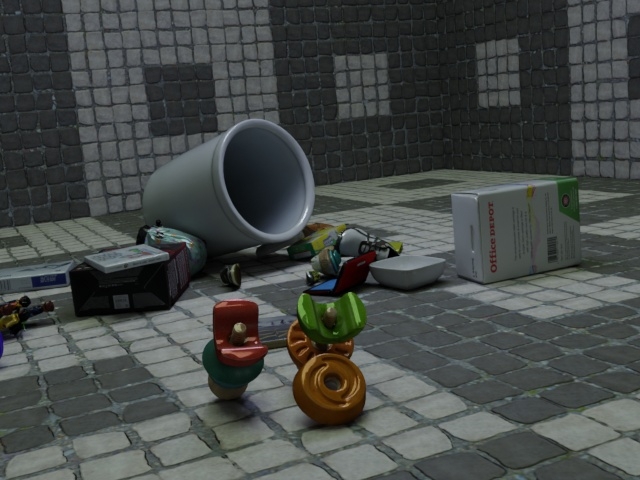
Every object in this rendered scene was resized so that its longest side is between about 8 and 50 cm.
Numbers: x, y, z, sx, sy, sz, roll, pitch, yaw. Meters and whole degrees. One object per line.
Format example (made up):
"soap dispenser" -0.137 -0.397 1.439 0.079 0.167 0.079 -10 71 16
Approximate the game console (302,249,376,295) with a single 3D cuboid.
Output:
"game console" 0.044 0.071 1.768 0.085 0.124 0.144 29 25 23

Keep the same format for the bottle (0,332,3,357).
"bottle" -0.685 0.179 1.459 0.118 0.092 0.283 -17 15 -34

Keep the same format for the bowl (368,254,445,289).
"bowl" 0.197 0.072 1.761 0.142 0.053 0.142 -13 13 -37

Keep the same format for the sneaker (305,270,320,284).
"sneaker" -0.017 0.084 1.860 0.035 0.031 0.083 -5 10 -2

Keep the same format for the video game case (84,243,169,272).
"video game case" -0.428 0.038 1.719 0.143 0.019 0.157 -13 14 -30

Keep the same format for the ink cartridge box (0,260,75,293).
"ink cartridge box" -0.793 0.096 2.145 0.223 0.045 0.224 -7 9 -10

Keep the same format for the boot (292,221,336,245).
"boot" -0.045 -0.022 2.396 0.197 0.073 0.152 5 8 -16

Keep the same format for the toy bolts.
"toy bolts" -0.053 0.191 1.109 0.228 0.158 0.218 3 48 -14

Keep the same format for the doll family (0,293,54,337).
"doll family" -0.638 0.154 1.632 0.111 0.076 0.193 -23 12 9

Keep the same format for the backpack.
"backpack" -0.391 0.040 2.047 0.182 0.152 0.115 10 19 13

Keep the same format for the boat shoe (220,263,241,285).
"boat shoe" -0.220 0.086 1.908 0.049 0.056 0.152 -10 0 -2

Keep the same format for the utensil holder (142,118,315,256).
"utensil holder" -0.263 -0.121 2.151 0.385 0.328 0.327 -16 0 43

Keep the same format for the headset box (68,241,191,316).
"headset box" -0.437 0.082 1.849 0.218 0.110 0.293 -5 10 2

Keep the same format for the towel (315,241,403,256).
"towel" 0.108 0.028 2.176 0.237 0.021 0.102 -2 13 13

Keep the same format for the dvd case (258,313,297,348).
"dvd case" -0.078 0.167 1.450 0.221 0.018 0.164 -7 10 -12

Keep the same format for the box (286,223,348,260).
"box" 0.000 0.000 2.184 0.105 0.043 0.179 -13 13 43

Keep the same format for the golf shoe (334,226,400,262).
"golf shoe" 0.123 0.018 1.957 0.198 0.077 0.094 9 12 -43

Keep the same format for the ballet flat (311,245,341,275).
"ballet flat" 0.012 0.056 1.937 0.067 0.073 0.206 -16 1 6

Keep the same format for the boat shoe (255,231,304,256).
"boat shoe" -0.125 -0.004 2.217 0.066 0.063 0.184 -27 3 -43

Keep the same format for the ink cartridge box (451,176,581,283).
"ink cartridge box" 0.446 -0.028 1.778 0.278 0.201 0.117 -10 10 -23
